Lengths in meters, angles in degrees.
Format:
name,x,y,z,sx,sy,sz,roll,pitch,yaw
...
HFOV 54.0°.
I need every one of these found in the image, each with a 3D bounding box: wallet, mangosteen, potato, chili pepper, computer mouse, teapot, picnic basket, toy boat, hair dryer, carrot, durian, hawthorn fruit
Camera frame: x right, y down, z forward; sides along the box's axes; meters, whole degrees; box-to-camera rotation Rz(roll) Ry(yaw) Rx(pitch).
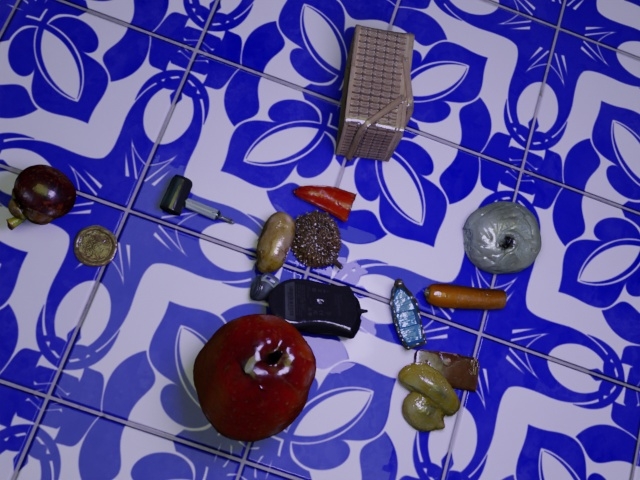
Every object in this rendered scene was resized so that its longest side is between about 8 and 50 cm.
name,x,y,z,sx,sy,sz,roll,pitch,yaw
wallet,0.332,0.342,1.658,0.176,0.026,0.095,10,77,-5
mangosteen,-0.694,-0.097,1.567,0.145,0.156,0.181,16,105,-30
potato,-0.120,0.005,1.632,0.080,0.107,0.171,32,75,-36
chili pepper,0.007,-0.113,1.704,0.168,0.065,0.088,18,59,1
computer mouse,-0.009,0.180,1.617,0.264,0.088,0.147,8,54,-10
teapot,-0.142,0.120,1.619,0.057,0.088,0.066,19,33,-25
picnic basket,0.150,-0.384,1.699,0.175,0.228,0.313,8,75,-3
toy boat,0.227,0.192,1.651,0.075,0.077,0.186,-12,79,-10
hair dryer,-0.315,-0.091,1.661,0.197,0.057,0.100,25,75,-11
carrot,0.385,0.153,1.690,0.225,0.067,0.067,4,77,-8
durian,0.000,0.000,1.657,0.148,0.091,0.188,-37,86,-14
hawthorn fruit,-0.139,0.303,1.437,0.284,0.369,0.285,10,62,-20

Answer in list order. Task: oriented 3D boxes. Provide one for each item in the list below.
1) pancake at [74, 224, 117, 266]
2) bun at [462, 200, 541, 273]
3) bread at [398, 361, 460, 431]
name,x,y,z,sx,sy,sz,roll,pitch,yaw
pancake,-0.577,0.013,1.613,0.114,0.011,0.115,2,77,-10
bun,0.506,-0.012,1.721,0.221,0.108,0.221,2,76,-8
bread,0.267,0.405,1.605,0.149,0.065,0.188,-41,95,-1
